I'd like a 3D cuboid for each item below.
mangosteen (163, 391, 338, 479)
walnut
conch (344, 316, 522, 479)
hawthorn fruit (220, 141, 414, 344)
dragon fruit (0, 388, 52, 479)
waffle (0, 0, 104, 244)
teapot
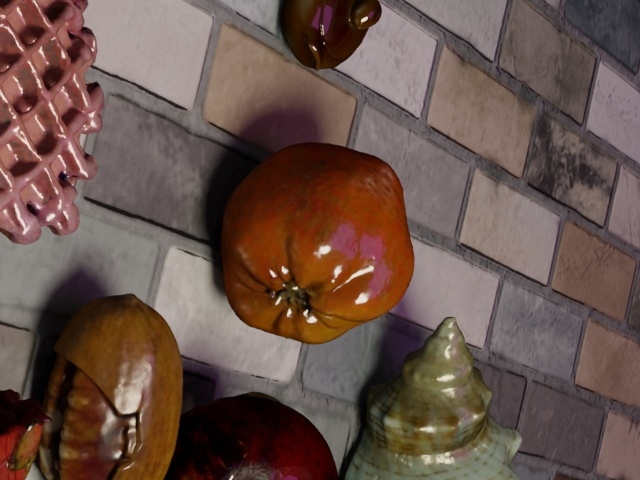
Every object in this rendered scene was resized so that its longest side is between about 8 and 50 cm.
[{"bbox_3d":[-0.075,0.211,1.673,0.200,0.200,0.200,-24,118,-55],"label":"mangosteen"},{"bbox_3d":[-0.166,0.140,1.562,0.116,0.116,0.207,-24,126,-55],"label":"walnut"},{"bbox_3d":[0.109,0.259,1.999,0.203,0.169,0.386,-7,103,-32],"label":"conch"},{"bbox_3d":[0.000,0.000,1.733,0.189,0.189,0.189,-24,118,-55],"label":"hawthorn fruit"},{"bbox_3d":[-0.253,0.170,1.408,0.161,0.120,0.127,-12,114,-63],"label":"dragon fruit"},{"bbox_3d":[-0.240,-0.107,1.375,0.234,0.055,0.221,14,75,-47],"label":"waffle"},{"bbox_3d":[0.016,-0.203,1.789,0.129,0.078,0.098,-52,139,-39],"label":"teapot"}]
